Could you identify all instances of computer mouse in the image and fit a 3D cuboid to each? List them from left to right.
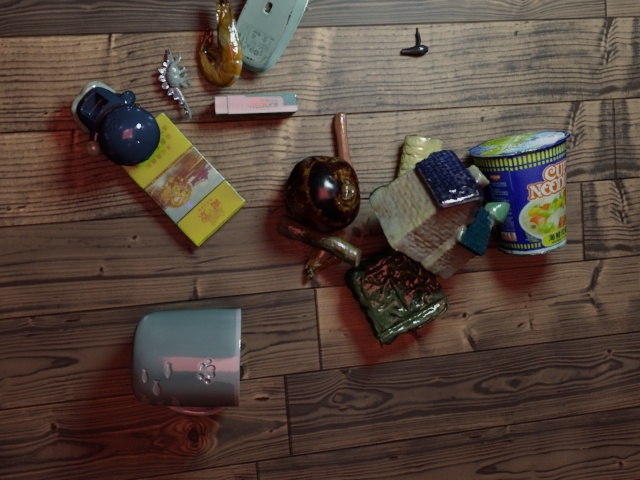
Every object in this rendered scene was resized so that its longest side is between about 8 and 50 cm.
[{"bbox_3d":[-0.133,-0.604,1.576,0.159,0.097,0.289,31,105,15],"label":"computer mouse"}]

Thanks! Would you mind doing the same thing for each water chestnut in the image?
[{"bbox_3d":[-0.001,-0.127,1.597,0.223,0.238,0.224,21,55,-34],"label":"water chestnut"}]

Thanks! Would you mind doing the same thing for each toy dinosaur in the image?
[{"bbox_3d":[-0.395,-0.426,1.578,0.082,0.039,0.209,-21,86,-4],"label":"toy dinosaur"}]

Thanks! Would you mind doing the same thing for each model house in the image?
[{"bbox_3d":[0.338,-0.080,1.540,0.284,0.244,0.298,-38,139,27],"label":"model house"}]

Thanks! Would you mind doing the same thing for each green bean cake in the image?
[{"bbox_3d":[0.223,0.151,1.679,0.241,0.132,0.255,-28,98,-10],"label":"green bean cake"}]

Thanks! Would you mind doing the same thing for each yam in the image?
[{"bbox_3d":[0.000,0.000,1.629,0.252,0.061,0.061,24,90,8],"label":"yam"}]

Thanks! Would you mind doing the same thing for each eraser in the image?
[{"bbox_3d":[-0.178,-0.372,1.590,0.224,0.095,0.052,-3,99,-9],"label":"eraser"}]

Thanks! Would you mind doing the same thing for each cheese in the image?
[{"bbox_3d":[0.288,-0.219,1.679,0.123,0.094,0.167,6,97,-19],"label":"cheese"}]

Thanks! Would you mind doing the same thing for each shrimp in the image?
[{"bbox_3d":[-0.270,-0.538,1.553,0.150,0.068,0.249,13,105,24],"label":"shrimp"},{"bbox_3d":[0.014,0.046,1.677,0.091,0.043,0.184,44,86,-13],"label":"shrimp"}]

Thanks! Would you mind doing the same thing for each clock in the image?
[{"bbox_3d":[-0.525,-0.293,1.486,0.243,0.146,0.200,38,83,21],"label":"clock"}]

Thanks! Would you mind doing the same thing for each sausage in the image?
[{"bbox_3d":[0.066,-0.278,1.664,0.043,0.043,0.187,-9,95,-8],"label":"sausage"}]

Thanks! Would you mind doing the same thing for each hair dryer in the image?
[{"bbox_3d":[0.274,-0.582,1.687,0.078,0.031,0.084,-3,81,0],"label":"hair dryer"}]

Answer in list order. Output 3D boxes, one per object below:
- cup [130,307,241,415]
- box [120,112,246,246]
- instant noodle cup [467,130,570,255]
[{"bbox_3d":[-0.356,0.350,1.561,0.274,0.259,0.357,3,125,-8],"label":"cup"},{"bbox_3d":[-0.387,-0.166,1.597,0.187,0.047,0.335,-43,100,-5],"label":"box"},{"bbox_3d":[0.587,-0.133,1.659,0.283,0.284,0.313,-16,105,-8],"label":"instant noodle cup"}]
